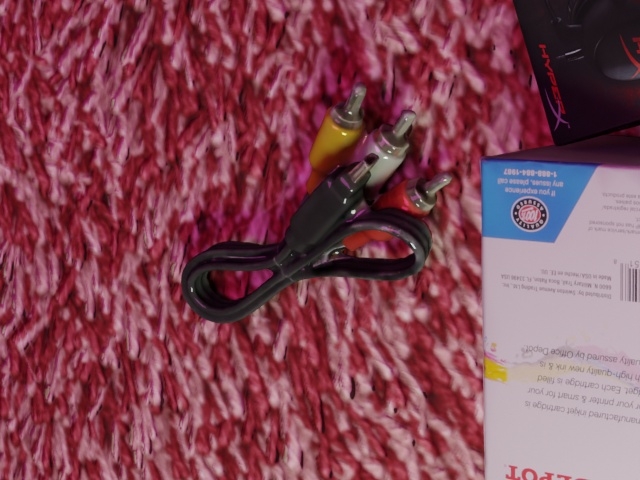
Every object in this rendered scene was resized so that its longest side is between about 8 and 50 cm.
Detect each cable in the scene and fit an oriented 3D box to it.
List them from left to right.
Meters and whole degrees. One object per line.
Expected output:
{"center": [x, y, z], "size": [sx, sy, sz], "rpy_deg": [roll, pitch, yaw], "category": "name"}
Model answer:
{"center": [0.000, 0.000, 1.318], "size": [0.139, 0.072, 0.287], "rpy_deg": [48, 137, 1], "category": "cable"}

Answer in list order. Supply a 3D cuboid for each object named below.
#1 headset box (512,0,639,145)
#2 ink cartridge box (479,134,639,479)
{"center": [0.243, -0.197, 0.978], "size": [0.293, 0.110, 0.218], "rpy_deg": [-15, 91, 56], "category": "headset box"}
{"center": [0.218, 0.056, 1.069], "size": [0.171, 0.168, 0.233], "rpy_deg": [6, 101, 37], "category": "ink cartridge box"}
